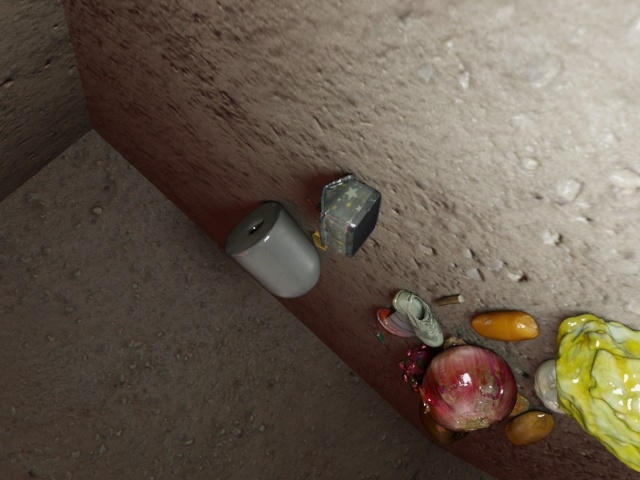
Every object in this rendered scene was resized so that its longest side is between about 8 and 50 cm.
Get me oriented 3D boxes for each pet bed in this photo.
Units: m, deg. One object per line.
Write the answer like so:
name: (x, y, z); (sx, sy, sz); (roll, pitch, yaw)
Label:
pet bed: (0.070, -0.073, 1.262); (0.159, 0.183, 0.211); (31, 158, 17)

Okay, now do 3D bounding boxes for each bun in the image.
bun: (0.747, 0.460, 1.273); (0.178, 0.128, 0.193); (20, 150, 46)

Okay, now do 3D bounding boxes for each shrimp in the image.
shrimp: (0.765, 0.700, 1.773); (0.153, 0.062, 0.295); (30, 139, 11)

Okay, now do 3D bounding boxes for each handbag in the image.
handbag: (0.000, 0.000, 1.765); (0.061, 0.027, 0.083); (29, 156, 30)

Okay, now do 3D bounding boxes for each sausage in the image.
sausage: (0.547, 0.255, 1.248); (0.098, 0.098, 0.238); (42, 162, -6)
sausage: (0.870, 0.782, 1.741); (0.134, 0.116, 0.354); (11, 150, 15)

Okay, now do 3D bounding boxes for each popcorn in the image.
popcorn: (0.678, 0.355, 0.931); (0.293, 0.293, 0.334); (10, -161, -12)

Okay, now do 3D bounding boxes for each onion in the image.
onion: (0.530, 0.544, 1.529); (0.353, 0.354, 0.354); (34, 159, 15)

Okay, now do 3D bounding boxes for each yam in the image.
yam: (0.438, 0.205, 1.419); (0.032, 0.032, 0.145); (41, 159, -3)

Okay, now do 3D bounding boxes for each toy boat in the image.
toy boat: (0.356, 0.333, 1.793); (0.206, 0.096, 0.282); (31, 147, 4)

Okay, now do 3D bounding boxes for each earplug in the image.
earplug: (-0.177, 0.067, 1.834); (0.312, 0.313, 0.394); (12, 149, 52)

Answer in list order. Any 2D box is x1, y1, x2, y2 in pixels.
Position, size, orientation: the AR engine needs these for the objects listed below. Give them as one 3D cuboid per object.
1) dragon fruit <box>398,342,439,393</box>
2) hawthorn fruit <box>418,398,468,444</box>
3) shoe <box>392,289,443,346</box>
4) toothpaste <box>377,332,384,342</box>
dragon fruit: (0.459, 0.597, 1.880); (0.218, 0.273, 0.198); (28, 134, 15)
hawthorn fruit: (0.653, 0.922, 2.238); (0.300, 0.268, 0.268); (16, 149, 52)
shoe: (0.392, 0.301, 1.599); (0.275, 0.103, 0.098); (46, 158, -13)
toothpaste: (0.336, 0.543, 2.323); (0.017, 0.020, 0.083); (27, 157, 41)
